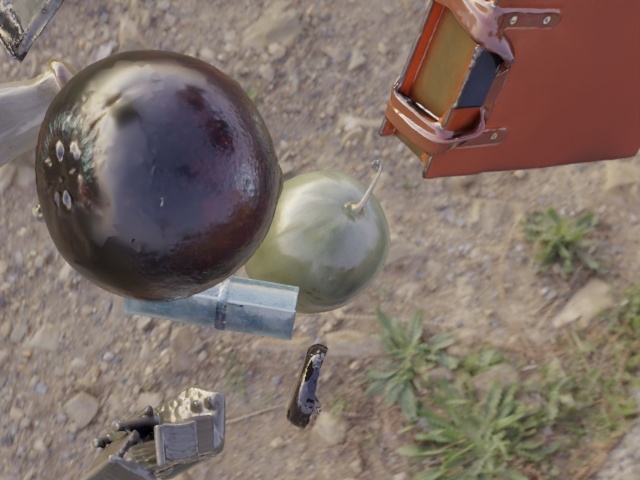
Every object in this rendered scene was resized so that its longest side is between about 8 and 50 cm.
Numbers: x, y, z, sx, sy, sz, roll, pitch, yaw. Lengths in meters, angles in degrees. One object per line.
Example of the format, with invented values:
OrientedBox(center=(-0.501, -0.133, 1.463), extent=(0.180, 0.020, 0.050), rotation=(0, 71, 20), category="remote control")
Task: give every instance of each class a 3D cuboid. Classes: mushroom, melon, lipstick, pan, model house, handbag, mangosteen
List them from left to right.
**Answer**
OrientedBox(center=(-0.590, -0.187, 1.919), extent=(0.407, 0.137, 0.154), rotation=(-32, 88, -14), category="mushroom")
OrientedBox(center=(-0.266, 0.321, 1.741), extent=(0.188, 0.229, 0.122), rotation=(-14, 76, -61), category="model house")
OrientedBox(center=(-0.171, -0.071, 1.284), extent=(0.300, 0.300, 0.300), rotation=(6, 69, -16), category="mangosteen")
OrientedBox(center=(-0.183, 0.099, 1.860), extent=(0.290, 0.076, 0.077), rotation=(10, 40, 1), category="lipstick")
OrientedBox(center=(-0.017, 0.206, 1.510), extent=(0.040, 0.212, 0.114), rotation=(16, 70, 6), category="pan")
OrientedBox(center=(-0.007, 0.006, 2.030), extent=(0.272, 0.308, 0.271), rotation=(4, 72, -11), category="melon")
OrientedBox(center=(0.132, -0.104, 0.632), extent=(0.190, 0.127, 0.063), rotation=(-9, 44, -37), category="handbag")

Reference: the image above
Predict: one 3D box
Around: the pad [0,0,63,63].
OrientedBox(center=(-0.307, -0.314, 1.082), extent=(0.233, 0.174, 0.022), rotation=(53, 29, 16), category="pad")

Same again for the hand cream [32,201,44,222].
OrientedBox(center=(-0.326, -0.120, 1.747), extent=(0.078, 0.341, 0.124), rotation=(16, 48, -56), category="hand cream")
